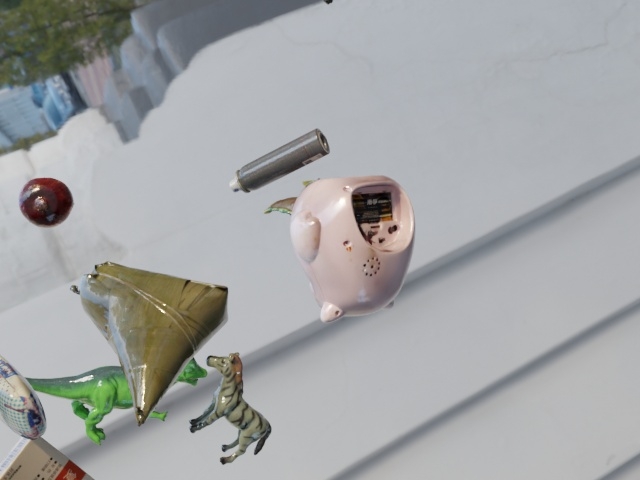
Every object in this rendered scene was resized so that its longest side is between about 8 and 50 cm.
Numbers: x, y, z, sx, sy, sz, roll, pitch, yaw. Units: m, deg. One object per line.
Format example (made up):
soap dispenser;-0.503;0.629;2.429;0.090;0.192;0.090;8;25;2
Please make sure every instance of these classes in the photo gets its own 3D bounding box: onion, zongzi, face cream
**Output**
onion;-0.683;-0.094;1.754;0.131;0.131;0.131;56;162;29
zongzi;-0.473;0.200;1.589;0.447;0.418;0.181;11;129;16
face cream;-0.111;-0.198;1.821;0.073;0.283;0.073;53;-157;-33

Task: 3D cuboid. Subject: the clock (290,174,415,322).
clock;0.100;0.013;1.855;0.250;0.368;0.377;-4;92;50

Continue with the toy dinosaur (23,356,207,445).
toy dinosaur;-0.603;0.369;1.963;0.500;0.374;0.144;46;-174;-33

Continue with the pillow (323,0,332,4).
pillow;-0.023;-0.776;1.873;0.250;0.106;0.186;54;158;4

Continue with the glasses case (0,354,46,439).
glasses case;-0.635;0.300;1.413;0.327;0.076;0.125;13;127;48

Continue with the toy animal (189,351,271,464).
toy animal;-0.222;0.392;1.606;0.090;0.170;0.255;-117;5;-70

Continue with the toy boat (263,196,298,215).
toy boat;-0.044;-0.072;2.091;0.293;0.108;0.099;25;115;24

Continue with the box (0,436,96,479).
box;-0.672;0.624;1.529;0.069;0.353;0.214;-5;132;46
